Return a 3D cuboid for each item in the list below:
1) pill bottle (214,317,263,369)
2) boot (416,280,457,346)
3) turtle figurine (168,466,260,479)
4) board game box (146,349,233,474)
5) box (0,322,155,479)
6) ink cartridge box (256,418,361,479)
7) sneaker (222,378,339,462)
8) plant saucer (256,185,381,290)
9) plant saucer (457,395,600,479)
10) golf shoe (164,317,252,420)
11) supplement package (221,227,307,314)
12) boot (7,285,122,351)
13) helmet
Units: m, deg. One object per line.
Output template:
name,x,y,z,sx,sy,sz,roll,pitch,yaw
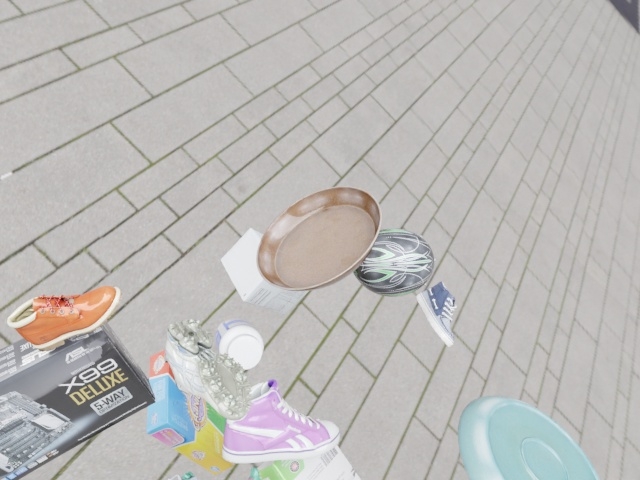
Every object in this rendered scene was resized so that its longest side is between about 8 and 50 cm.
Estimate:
pill bottle,-0.283,0.364,1.671,0.153,0.272,0.152,0,91,-18
boot,0.322,0.186,1.250,0.069,0.086,0.190,45,14,-36
turtle figurine,-0.203,0.491,0.843,0.234,0.175,0.118,-11,114,-29
board game box,-0.369,0.492,1.367,0.316,0.064,0.242,58,7,-41
box,-0.487,0.280,0.845,0.308,0.242,0.076,-27,45,-18
ink cartridge box,-0.010,0.639,1.223,0.272,0.115,0.198,54,39,8
sneaker,-0.070,0.390,1.056,0.282,0.102,0.160,8,87,-34
plant saucer,0.000,0.000,0.593,0.029,0.169,0.168,56,39,-40
plant saucer,0.401,0.418,0.876,0.318,0.043,0.317,20,35,-15
golf shoe,-0.163,0.193,0.673,0.069,0.086,0.176,-1,37,-49
supplement package,-0.167,0.100,1.517,0.203,0.149,0.194,31,17,-51
boot,-0.386,0.106,0.725,0.158,0.084,0.059,-29,46,-4
helmet,0.162,0.049,1.063,0.170,0.162,0.169,1,88,-25
